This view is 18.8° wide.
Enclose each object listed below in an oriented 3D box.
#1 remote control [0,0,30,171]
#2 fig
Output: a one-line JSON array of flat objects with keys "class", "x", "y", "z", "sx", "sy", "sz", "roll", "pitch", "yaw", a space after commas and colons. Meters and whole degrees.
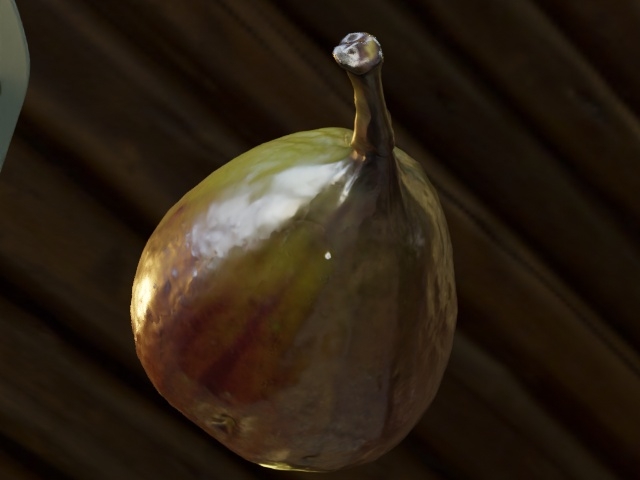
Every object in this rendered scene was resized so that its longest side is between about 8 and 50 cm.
[{"class": "remote control", "x": -0.176, "y": 0.023, "z": 0.709, "sx": 0.140, "sy": 0.056, "sz": 0.296, "roll": 75, "pitch": -151, "yaw": -66}, {"class": "fig", "x": 0.001, "y": -0.002, "z": 0.961, "sx": 0.170, "sy": 0.274, "sz": 0.145, "roll": 34, "pitch": -130, "yaw": 12}]
